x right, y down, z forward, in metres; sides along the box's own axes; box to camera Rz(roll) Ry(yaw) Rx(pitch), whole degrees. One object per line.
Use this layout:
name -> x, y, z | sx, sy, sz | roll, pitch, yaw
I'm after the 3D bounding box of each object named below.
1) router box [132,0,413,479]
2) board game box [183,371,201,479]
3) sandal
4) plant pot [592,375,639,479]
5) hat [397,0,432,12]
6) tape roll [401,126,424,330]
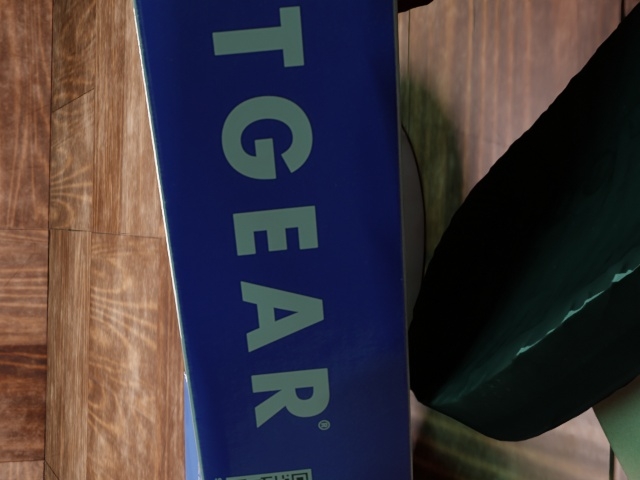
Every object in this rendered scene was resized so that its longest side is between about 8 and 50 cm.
router box -> -0.023, -0.090, 0.495 | 0.301, 0.082, 0.335 | -99, 4, -64
board game box -> -0.019, 0.287, 0.795 | 0.233, 0.078, 0.347 | 43, 137, 53
sandal -> 0.141, -0.094, 0.320 | 0.446, 0.107, 0.167 | -50, 17, 35
plant pot -> 0.172, 0.071, 0.400 | 0.109, 0.109, 0.096 | -23, 81, 66
hat -> 0.125, -0.209, 0.409 | 0.173, 0.183, 0.208 | 134, 133, -62
tape roll -> 0.000, 0.000, 0.869 | 0.219, 0.072, 0.219 | 180, 90, -68
